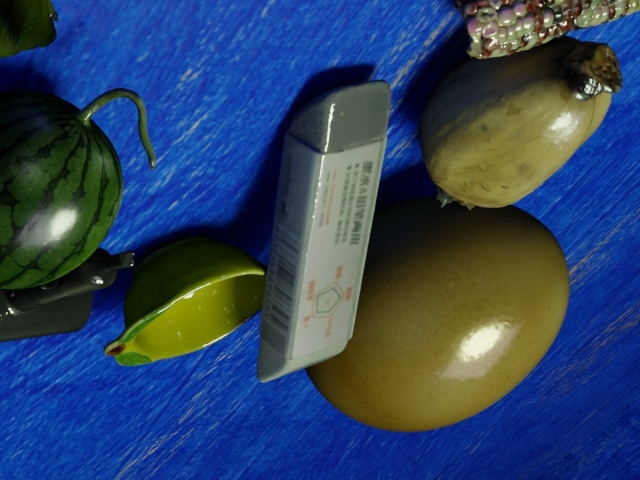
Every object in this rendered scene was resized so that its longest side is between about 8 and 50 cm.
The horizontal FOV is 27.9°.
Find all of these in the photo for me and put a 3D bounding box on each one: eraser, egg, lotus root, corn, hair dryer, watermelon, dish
[{"bbox_3d":[0.000,0.000,1.255,0.089,0.061,0.352,-16,128,-37],"label":"eraser"},{"bbox_3d":[0.123,0.077,1.429,0.322,0.250,0.250,-27,161,28],"label":"egg"},{"bbox_3d":[0.182,-0.119,1.241,0.257,0.140,0.154,-37,-169,51],"label":"lotus root"},{"bbox_3d":[0.248,-0.238,1.163,0.280,0.092,0.092,-23,156,-9],"label":"corn"},{"bbox_3d":[-0.244,0.036,1.051,0.195,0.078,0.248,-7,172,-42],"label":"hair dryer"},{"bbox_3d":[-0.204,-0.051,0.944,0.187,0.141,0.140,-45,154,11],"label":"watermelon"},{"bbox_3d":[-0.138,0.050,1.296,0.207,0.080,0.149,-18,153,-31],"label":"dish"}]

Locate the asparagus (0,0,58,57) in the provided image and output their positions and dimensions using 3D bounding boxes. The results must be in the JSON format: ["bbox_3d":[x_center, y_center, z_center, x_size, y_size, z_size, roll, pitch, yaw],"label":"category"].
[{"bbox_3d":[-0.233,-0.180,0.672,0.108,0.128,0.382,5,160,9],"label":"asparagus"}]
